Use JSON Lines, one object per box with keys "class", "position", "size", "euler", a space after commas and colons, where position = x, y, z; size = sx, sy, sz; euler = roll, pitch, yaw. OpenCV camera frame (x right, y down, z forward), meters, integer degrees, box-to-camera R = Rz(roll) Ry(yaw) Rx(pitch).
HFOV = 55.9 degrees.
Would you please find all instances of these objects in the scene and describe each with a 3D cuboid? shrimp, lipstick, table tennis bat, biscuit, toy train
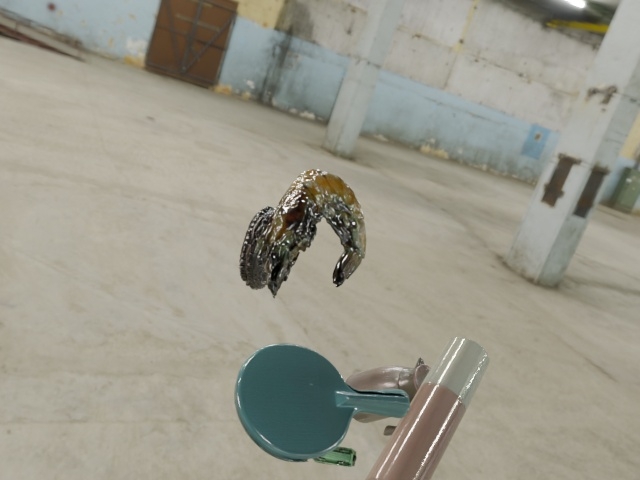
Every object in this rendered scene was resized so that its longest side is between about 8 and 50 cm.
{"class": "shrimp", "position": [0.000, 0.000, 1.209], "size": [0.233, 0.071, 0.365], "euler": [44, 43, -19]}
{"class": "lipstick", "position": [0.151, 0.242, 0.818], "size": [0.070, 0.070, 0.254], "euler": [25, 50, 21]}
{"class": "table tennis bat", "position": [0.007, 0.167, 0.629], "size": [0.201, 0.033, 0.124], "euler": [10, 50, -26]}
{"class": "biscuit", "position": [-0.128, 0.018, 1.371], "size": [0.053, 0.194, 0.194], "euler": [16, 13, 16]}
{"class": "toy train", "position": [0.032, 0.450, 1.260], "size": [0.093, 0.038, 0.056], "euler": [1, -23, 19]}

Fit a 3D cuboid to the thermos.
{"class": "thermos", "position": [0.149, 0.314, 1.202], "size": [0.105, 0.137, 0.193], "euler": [18, -32, -38]}
